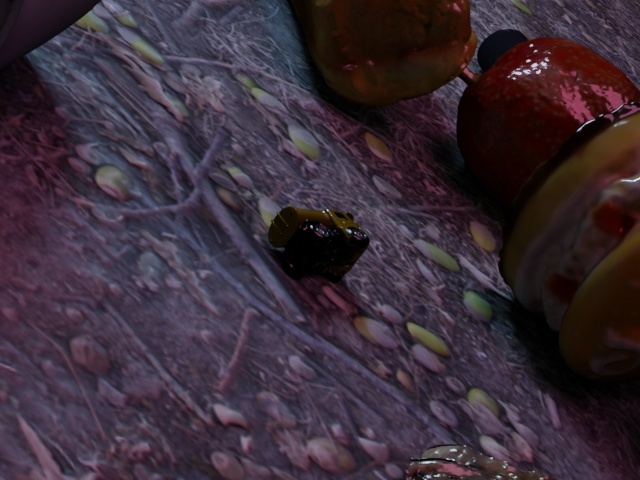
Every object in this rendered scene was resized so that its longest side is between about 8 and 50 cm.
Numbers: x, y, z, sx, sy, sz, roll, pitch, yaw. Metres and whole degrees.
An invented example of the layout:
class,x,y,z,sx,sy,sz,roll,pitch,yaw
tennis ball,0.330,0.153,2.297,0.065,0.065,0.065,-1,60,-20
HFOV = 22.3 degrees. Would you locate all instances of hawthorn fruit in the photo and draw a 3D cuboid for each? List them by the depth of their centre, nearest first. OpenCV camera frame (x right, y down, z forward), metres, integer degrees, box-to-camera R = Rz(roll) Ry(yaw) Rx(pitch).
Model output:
class,x,y,z,sx,sy,sz,roll,pitch,yaw
hawthorn fruit,0.241,-0.131,1.800,0.253,0.205,0.205,35,22,14

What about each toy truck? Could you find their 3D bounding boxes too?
class,x,y,z,sx,sy,sz,roll,pitch,yaw
toy truck,0.000,0.000,1.388,0.083,0.049,0.054,6,37,-49

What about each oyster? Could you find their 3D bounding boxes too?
class,x,y,z,sx,sy,sz,roll,pitch,yaw
oyster,0.160,0.203,1.222,0.209,0.072,0.133,32,21,-9

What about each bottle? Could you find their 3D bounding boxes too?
class,x,y,z,sx,sy,sz,roll,pitch,yaw
bottle,0.270,-0.182,2.080,0.082,0.072,0.244,18,30,-31

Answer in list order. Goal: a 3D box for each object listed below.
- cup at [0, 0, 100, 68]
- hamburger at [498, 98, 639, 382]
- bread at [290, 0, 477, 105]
class,x,y,z,sx,sy,sz,roll,pitch,yaw
cup,-0.271,-0.251,1.200,0.253,0.253,0.371,38,22,-1
hamburger,0.330,0.003,1.541,0.261,0.302,0.186,2,38,-41
bread,0.063,-0.280,1.835,0.195,0.148,0.344,-7,32,-4
